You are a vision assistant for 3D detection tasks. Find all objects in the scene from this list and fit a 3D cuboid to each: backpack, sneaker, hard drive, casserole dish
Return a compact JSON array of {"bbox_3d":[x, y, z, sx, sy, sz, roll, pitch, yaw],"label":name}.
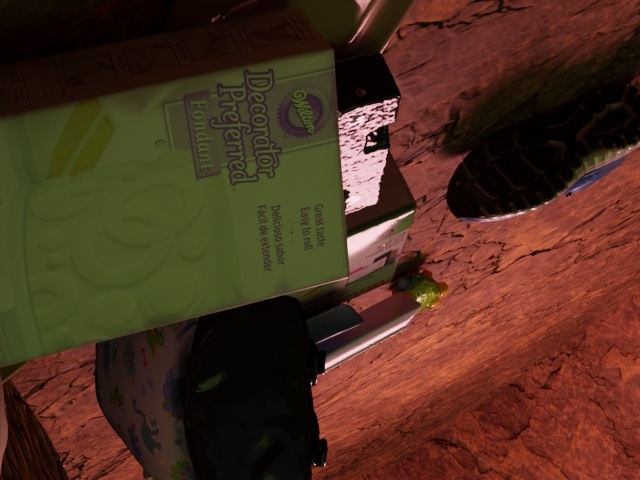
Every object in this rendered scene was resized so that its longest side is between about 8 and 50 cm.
[{"bbox_3d":[-0.152,0.173,1.448,0.273,0.290,0.355,-4,-166,-10],"label":"backpack"},{"bbox_3d":[0.335,-0.101,1.653,0.330,0.130,0.147,-23,158,-11],"label":"sneaker"},{"bbox_3d":[-0.095,-0.065,1.157,0.339,0.064,0.237,-19,157,-11],"label":"hard drive"},{"bbox_3d":[-0.001,0.121,1.551,0.114,0.037,0.188,-24,176,-5],"label":"casserole dish"}]

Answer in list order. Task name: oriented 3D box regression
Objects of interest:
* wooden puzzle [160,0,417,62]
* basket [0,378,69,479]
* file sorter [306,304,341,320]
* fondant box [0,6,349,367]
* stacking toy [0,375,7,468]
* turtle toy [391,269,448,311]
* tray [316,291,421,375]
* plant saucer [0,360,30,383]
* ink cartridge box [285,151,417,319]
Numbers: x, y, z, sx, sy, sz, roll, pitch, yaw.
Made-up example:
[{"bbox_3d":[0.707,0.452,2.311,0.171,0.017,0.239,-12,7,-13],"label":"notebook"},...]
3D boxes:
[{"bbox_3d":[-0.036,-0.199,1.049,0.238,0.044,0.221,-10,156,-29],"label":"wooden puzzle"},{"bbox_3d":[-0.476,0.348,1.490,0.223,0.299,0.213,-36,160,19],"label":"basket"},{"bbox_3d":[-0.061,0.100,1.688,0.170,0.104,0.118,-28,161,3],"label":"file sorter"},{"bbox_3d":[-0.148,-0.046,0.979,0.330,0.096,0.238,-15,126,-13],"label":"fondant box"},{"bbox_3d":[-0.571,0.185,1.037,0.480,0.351,0.350,16,136,-41],"label":"stacking toy"},{"bbox_3d":[0.166,0.096,2.034,0.095,0.066,0.130,-17,159,-22],"label":"turtle toy"},{"bbox_3d":[0.018,0.156,1.633,0.270,0.030,0.145,-28,-173,-5],"label":"tray"},{"bbox_3d":[-0.422,0.126,1.368,0.188,0.045,0.188,-36,159,27],"label":"plant saucer"},{"bbox_3d":[0.000,0.000,1.487,0.201,0.117,0.278,-23,162,-11],"label":"ink cartridge box"}]
